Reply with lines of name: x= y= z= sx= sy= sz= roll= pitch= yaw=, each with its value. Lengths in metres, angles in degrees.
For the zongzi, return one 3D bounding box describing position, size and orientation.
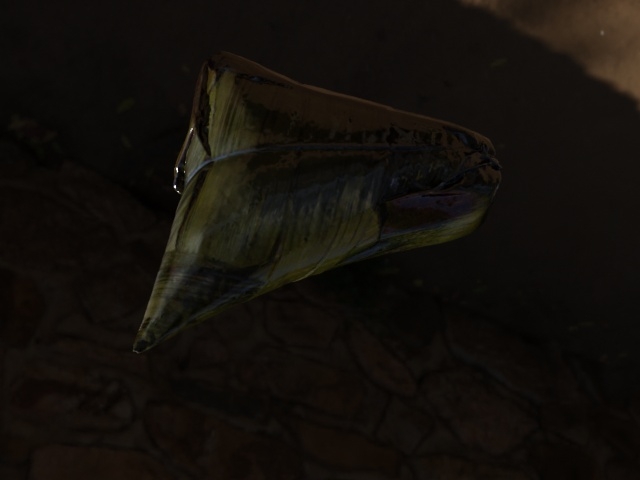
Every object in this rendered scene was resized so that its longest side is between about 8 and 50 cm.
zongzi: x=0.000 y=0.000 z=0.817 sx=0.286 sy=0.300 sz=0.138 roll=16 pitch=144 yaw=0
